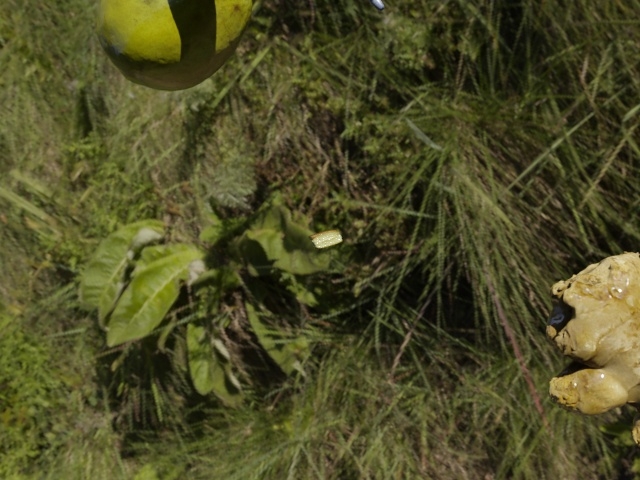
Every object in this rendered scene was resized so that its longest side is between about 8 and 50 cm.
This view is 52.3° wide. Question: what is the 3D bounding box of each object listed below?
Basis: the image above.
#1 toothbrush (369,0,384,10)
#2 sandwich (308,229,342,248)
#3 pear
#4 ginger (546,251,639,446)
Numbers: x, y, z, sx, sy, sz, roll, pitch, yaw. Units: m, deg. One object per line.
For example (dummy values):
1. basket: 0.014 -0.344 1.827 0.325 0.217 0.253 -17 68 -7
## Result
1. toothbrush: 0.052 -0.556 1.290 0.027 0.269 0.021 -21 -18 -31
2. sandwich: 0.000 0.000 1.336 0.083 0.031 0.044 -13 7 37
3. pear: -0.280 -0.433 1.274 0.307 0.253 0.253 -35 28 16
4. ginger: 0.483 0.205 0.983 0.236 0.375 0.166 -32 -6 -23
